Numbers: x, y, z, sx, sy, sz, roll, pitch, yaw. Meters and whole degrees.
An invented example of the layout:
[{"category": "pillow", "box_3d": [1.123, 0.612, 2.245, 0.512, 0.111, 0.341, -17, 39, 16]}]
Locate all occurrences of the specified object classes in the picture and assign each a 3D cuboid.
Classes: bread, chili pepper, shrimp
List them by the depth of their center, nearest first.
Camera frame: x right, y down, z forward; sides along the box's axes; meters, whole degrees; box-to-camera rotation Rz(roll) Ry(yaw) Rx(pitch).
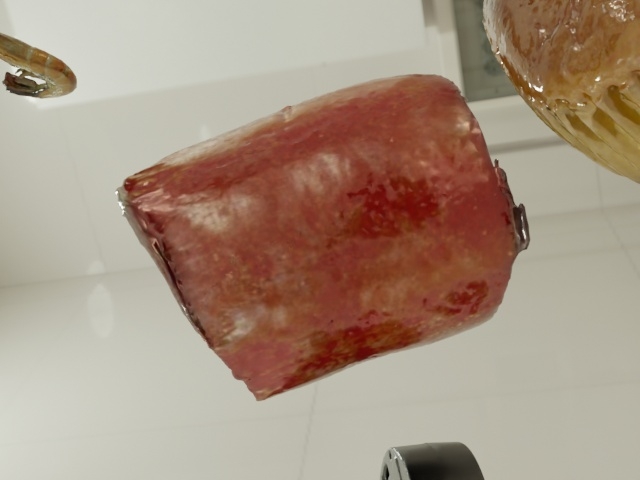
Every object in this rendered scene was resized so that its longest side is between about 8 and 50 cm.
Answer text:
[{"category": "bread", "box_3d": [0.160, -0.129, 0.408, 0.104, 0.199, 0.199, 28, -141, -24]}, {"category": "chili pepper", "box_3d": [0.000, 0.000, 0.797, 0.229, 0.305, 0.251, 148, 100, -81]}, {"category": "shrimp", "box_3d": [-0.290, -0.167, 0.814, 0.127, 0.091, 0.025, 32, -117, -37]}]

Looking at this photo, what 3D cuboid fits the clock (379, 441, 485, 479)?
[{"category": "clock", "box_3d": [0.102, 0.376, 0.854, 0.276, 0.120, 0.379, -103, 12, -48]}]
